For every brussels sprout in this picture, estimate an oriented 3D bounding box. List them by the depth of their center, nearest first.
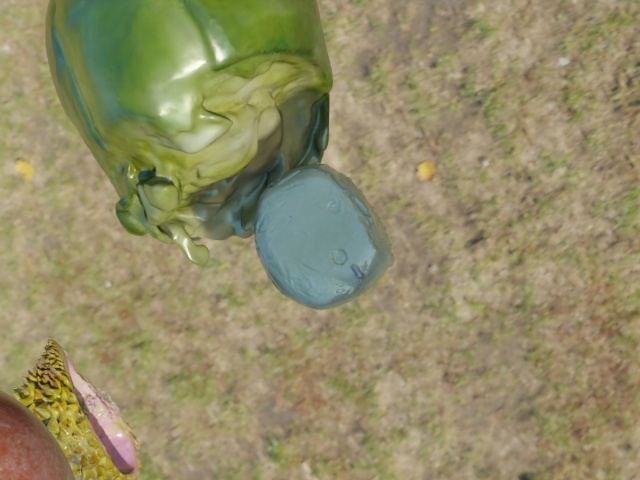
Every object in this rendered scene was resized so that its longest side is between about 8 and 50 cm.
[{"bbox_3d":[-0.122,-0.172,1.208,0.315,0.276,0.371,57,164,33],"label":"brussels sprout"}]

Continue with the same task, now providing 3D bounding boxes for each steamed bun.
[{"bbox_3d":[0.000,0.000,1.073,0.112,0.091,0.130,-38,77,5],"label":"steamed bun"}]

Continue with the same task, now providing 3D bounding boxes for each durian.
[{"bbox_3d":[-0.302,0.233,1.494,0.165,0.132,0.182,25,142,17],"label":"durian"}]

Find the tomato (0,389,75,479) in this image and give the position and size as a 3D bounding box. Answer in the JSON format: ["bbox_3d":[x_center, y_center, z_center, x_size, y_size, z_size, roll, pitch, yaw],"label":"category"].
[{"bbox_3d":[-0.309,0.228,0.966,0.270,0.227,0.270,32,148,23],"label":"tomato"}]
